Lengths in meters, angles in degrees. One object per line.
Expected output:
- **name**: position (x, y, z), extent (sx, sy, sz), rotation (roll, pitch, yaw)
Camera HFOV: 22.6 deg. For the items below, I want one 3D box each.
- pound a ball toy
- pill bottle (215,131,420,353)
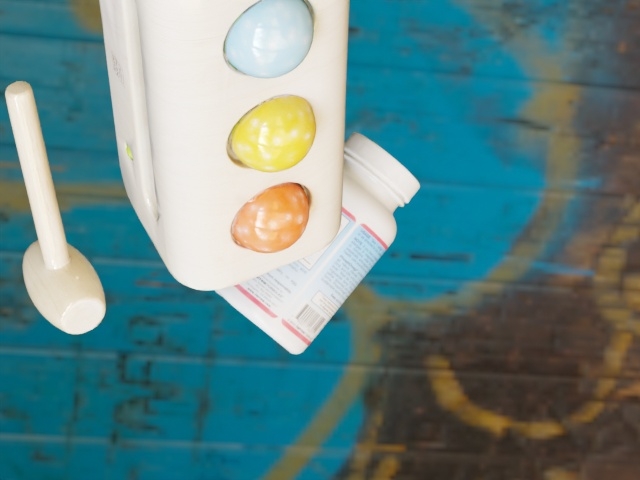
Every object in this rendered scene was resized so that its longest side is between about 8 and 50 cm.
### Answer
- **pound a ball toy**: position (-0.085, -0.065, 0.979), extent (0.135, 0.208, 0.319), rotation (55, 158, 34)
- **pill bottle**: position (0.000, 0.000, 1.207), extent (0.160, 0.087, 0.087), rotation (-50, 11, -3)
